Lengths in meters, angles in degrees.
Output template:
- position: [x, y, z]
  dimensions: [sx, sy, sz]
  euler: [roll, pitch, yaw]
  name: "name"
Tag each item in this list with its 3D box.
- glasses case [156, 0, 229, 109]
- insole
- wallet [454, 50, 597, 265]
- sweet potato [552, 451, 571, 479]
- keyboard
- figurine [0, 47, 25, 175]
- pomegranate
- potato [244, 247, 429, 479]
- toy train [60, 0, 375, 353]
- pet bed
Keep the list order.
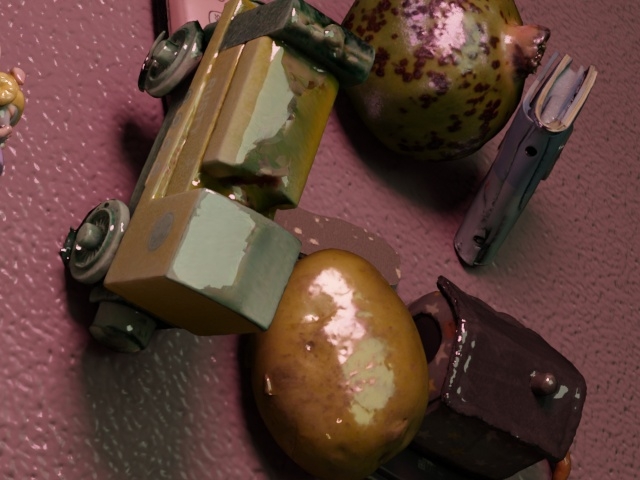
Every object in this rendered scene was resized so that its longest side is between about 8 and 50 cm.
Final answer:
- position: [-0.119, -0.208, 1.700]
  dimensions: [0.122, 0.075, 0.314]
  euler: [10, 63, -38]
  name: "glasses case"
- position: [0.000, 0.000, 1.748]
  dimensions: [0.248, 0.011, 0.081]
  euler: [23, 51, -32]
  name: "insole"
- position: [0.254, -0.100, 1.877]
  dimensions: [0.075, 0.250, 0.176]
  euler: [29, 45, 5]
  name: "wallet"
- position: [0.286, 0.220, 1.882]
  dimensions: [0.044, 0.044, 0.179]
  euler: [16, 56, -38]
  name: "sweet potato"
- position: [0.118, 0.264, 1.704]
  dimensions: [0.230, 0.025, 0.094]
  euler: [34, 47, -26]
  name: "keyboard"
- position: [-0.351, -0.157, 1.418]
  dimensions: [0.155, 0.127, 0.235]
  euler: [18, 52, -15]
  name: "figurine"
- position: [0.152, -0.222, 1.841]
  dimensions: [0.254, 0.270, 0.254]
  euler: [-12, 104, -59]
  name: "pomegranate"
- position: [0.016, 0.132, 1.585]
  dimensions: [0.197, 0.148, 0.228]
  euler: [-28, 76, -34]
  name: "potato"
- position: [-0.097, -0.074, 1.472]
  dimensions: [0.160, 0.253, 0.397]
  euler: [31, 68, -27]
  name: "toy train"
- position: [0.182, 0.155, 1.707]
  dimensions: [0.211, 0.159, 0.183]
  euler: [31, 40, -30]
  name: "pet bed"
